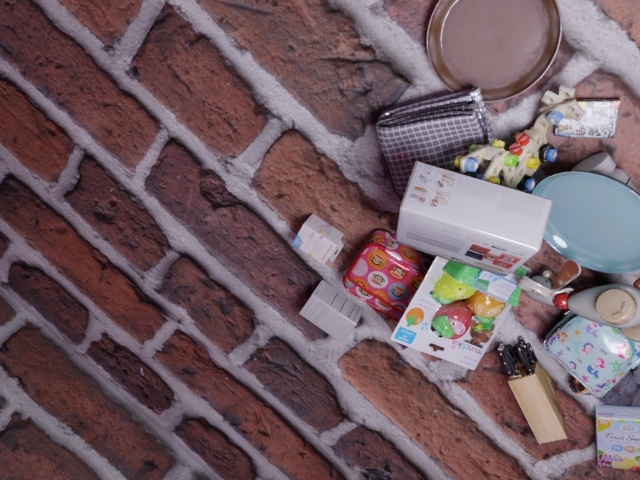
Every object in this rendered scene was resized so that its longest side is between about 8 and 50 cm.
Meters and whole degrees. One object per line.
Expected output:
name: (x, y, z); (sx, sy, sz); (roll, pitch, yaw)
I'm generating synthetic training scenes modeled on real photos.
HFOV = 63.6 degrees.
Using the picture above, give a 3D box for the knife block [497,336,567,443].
knife block: (0.627, 0.440, 1.558); (0.088, 0.275, 0.242); (-28, 133, 31)

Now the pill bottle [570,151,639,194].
pill bottle: (0.733, -0.104, 1.300); (0.121, 0.121, 0.221); (-33, 100, 31)

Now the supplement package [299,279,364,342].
supplement package: (0.039, 0.241, 1.757); (0.179, 0.105, 0.105); (35, 122, 2)

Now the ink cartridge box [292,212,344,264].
ink cartridge box: (0.000, 0.000, 1.658); (0.143, 0.090, 0.092); (34, 123, 1)

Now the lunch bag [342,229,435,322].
lunch bag: (0.226, 0.134, 1.628); (0.293, 0.120, 0.258); (31, 127, 1)

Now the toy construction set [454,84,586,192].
toy construction set: (0.487, -0.225, 1.258); (0.328, 0.151, 0.215); (-42, 130, 1)

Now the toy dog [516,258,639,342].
toy dog: (0.693, 0.121, 1.312); (0.334, 0.220, 0.160); (26, 85, 37)

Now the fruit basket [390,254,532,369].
fruit basket: (0.412, 0.185, 1.462); (0.327, 0.165, 0.352); (24, 94, -23)

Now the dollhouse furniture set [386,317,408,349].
dollhouse furniture set: (0.277, 0.306, 1.756); (0.114, 0.091, 0.081); (59, 165, 12)

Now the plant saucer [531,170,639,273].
plant saucer: (0.675, -0.050, 1.273); (0.318, 0.044, 0.317); (37, 156, 20)

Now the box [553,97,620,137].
box: (0.659, -0.304, 1.282); (0.137, 0.027, 0.093); (5, 116, 19)

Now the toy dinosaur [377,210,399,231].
toy dinosaur: (0.328, -0.067, 1.428); (0.296, 0.200, 0.127); (-13, 109, 28)

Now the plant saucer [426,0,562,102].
plant saucer: (0.419, -0.498, 1.264); (0.311, 0.050, 0.310); (9, 118, 17)

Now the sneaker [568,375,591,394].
sneaker: (0.847, 0.377, 1.538); (0.093, 0.088, 0.225); (22, 121, -22)

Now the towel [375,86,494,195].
towel: (0.309, -0.246, 1.366); (0.284, 0.121, 0.235); (-7, 126, 27)

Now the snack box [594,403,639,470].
snack box: (0.957, 0.617, 1.613); (0.175, 0.070, 0.207); (-5, 112, 24)

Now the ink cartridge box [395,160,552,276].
ink cartridge box: (0.348, -0.041, 1.251); (0.310, 0.130, 0.272); (18, 165, 10)

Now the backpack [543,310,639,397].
backpack: (0.773, 0.274, 1.423); (0.225, 0.191, 0.253); (48, 109, 27)
